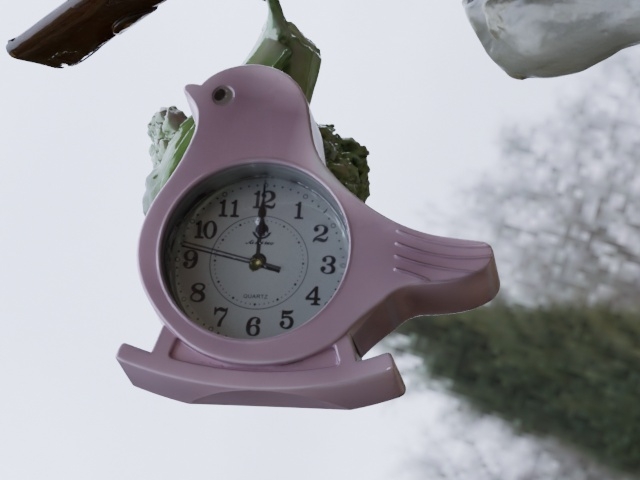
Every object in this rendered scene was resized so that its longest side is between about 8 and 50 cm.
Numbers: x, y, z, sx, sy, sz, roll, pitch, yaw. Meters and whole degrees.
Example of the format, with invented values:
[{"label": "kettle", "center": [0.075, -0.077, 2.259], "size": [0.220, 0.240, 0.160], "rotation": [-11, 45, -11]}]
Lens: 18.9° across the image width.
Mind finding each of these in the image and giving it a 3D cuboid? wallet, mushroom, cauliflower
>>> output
[{"label": "wallet", "center": [-0.192, -0.207, 1.725], "size": [0.095, 0.176, 0.026], "rotation": [4, -122, -59]}, {"label": "mushroom", "center": [0.273, -0.216, 1.775], "size": [0.097, 0.351, 0.109], "rotation": [50, -127, -32]}, {"label": "cauliflower", "center": [-0.054, -0.108, 1.894], "size": [0.256, 0.239, 0.315], "rotation": [-87, 12, -84]}]

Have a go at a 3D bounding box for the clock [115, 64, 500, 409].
[{"label": "clock", "center": [0.000, 0.000, 1.544], "size": [0.080, 0.290, 0.275], "rotation": [72, -155, -69]}]
